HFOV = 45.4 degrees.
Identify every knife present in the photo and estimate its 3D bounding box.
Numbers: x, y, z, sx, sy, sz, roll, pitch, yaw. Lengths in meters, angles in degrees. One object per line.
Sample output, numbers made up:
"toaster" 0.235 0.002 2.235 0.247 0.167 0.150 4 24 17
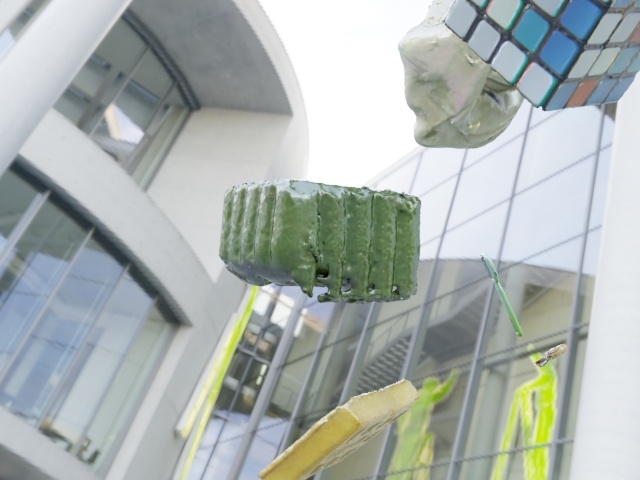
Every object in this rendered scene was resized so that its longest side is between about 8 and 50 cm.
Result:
"knife" 0.417 0.125 1.738 0.212 0.015 0.054 65 -7 -5

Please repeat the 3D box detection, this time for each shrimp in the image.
"shrimp" 0.559 0.285 1.872 0.091 0.025 0.127 -41 -22 27

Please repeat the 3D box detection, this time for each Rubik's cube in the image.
"Rubik's cube" 0.249 -0.237 0.766 0.155 0.154 0.151 52 -44 26

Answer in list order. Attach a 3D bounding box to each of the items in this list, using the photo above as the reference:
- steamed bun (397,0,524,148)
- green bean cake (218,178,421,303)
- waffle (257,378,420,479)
"steamed bun" 0.294 -0.312 1.396 0.207 0.268 0.280 7 -60 40
"green bean cake" 0.000 0.000 1.470 0.335 0.218 0.319 6 0 -29
"waffle" 0.039 0.334 1.315 0.221 0.248 0.055 -44 -111 25
